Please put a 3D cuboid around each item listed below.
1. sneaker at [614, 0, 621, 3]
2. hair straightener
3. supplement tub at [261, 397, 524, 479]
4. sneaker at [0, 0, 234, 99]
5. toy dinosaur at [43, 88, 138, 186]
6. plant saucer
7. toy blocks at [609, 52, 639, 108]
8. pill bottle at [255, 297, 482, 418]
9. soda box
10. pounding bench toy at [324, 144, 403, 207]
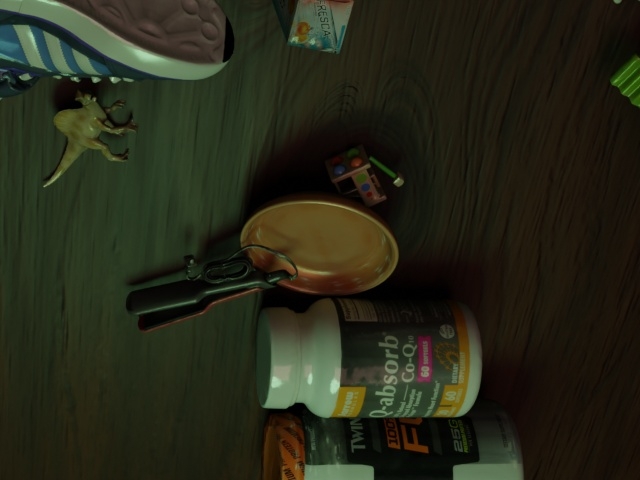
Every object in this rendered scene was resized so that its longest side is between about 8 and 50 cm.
[{"bbox_3d":[0.459,-0.314,1.286,0.321,0.127,0.126,-1,158,-5],"label":"sneaker"},{"bbox_3d":[-0.141,0.056,1.440,0.230,0.047,0.089,-13,139,12],"label":"hair straightener"},{"bbox_3d":[0.095,0.323,1.595,0.338,0.207,0.207,2,122,-14],"label":"supplement tub"},{"bbox_3d":[-0.281,-0.213,1.213,0.322,0.130,0.236,15,152,-26],"label":"sneaker"},{"bbox_3d":[-0.267,-0.126,1.327,0.092,0.053,0.183,10,145,-20],"label":"toy dinosaur"},{"bbox_3d":[0.000,0.000,1.430,0.200,0.037,0.200,5,144,3],"label":"plant saucer"},{"bbox_3d":[0.552,-0.082,1.359,0.381,0.261,0.191,14,137,-29],"label":"toy blocks"},{"bbox_3d":[0.060,0.155,1.506,0.278,0.162,0.162,1,122,-13],"label":"pill bottle"},{"bbox_3d":[-0.015,-0.266,1.204,0.058,0.183,0.063,7,122,-16],"label":"soda box"},{"bbox_3d":[0.056,-0.085,1.415,0.083,0.052,0.065,-24,124,5],"label":"pounding bench toy"}]
